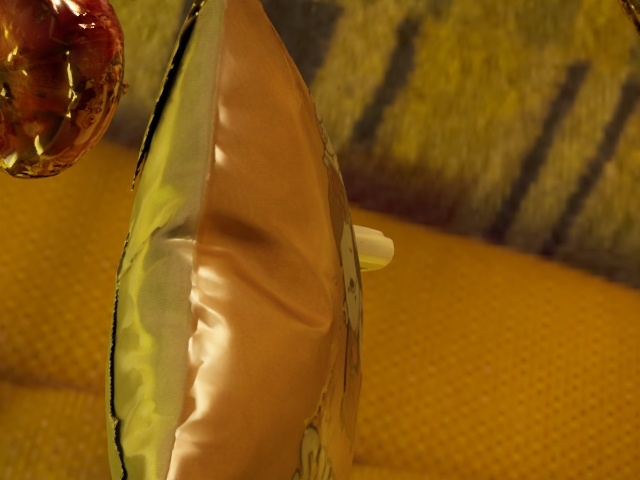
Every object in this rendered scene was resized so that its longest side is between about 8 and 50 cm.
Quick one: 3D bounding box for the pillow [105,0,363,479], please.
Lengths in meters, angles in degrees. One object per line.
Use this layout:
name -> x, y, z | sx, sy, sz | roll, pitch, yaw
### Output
pillow -> -0.040, 0.064, 1.014 | 0.119, 0.312, 0.310 | 3, 152, 5

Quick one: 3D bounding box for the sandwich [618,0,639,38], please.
sandwich -> 0.431, -0.377, 2.080 | 0.325, 0.131, 0.262 | -33, 100, 16

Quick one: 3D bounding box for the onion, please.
onion -> -0.179, -0.119, 1.330 | 0.150, 0.140, 0.150 | 5, 98, 37

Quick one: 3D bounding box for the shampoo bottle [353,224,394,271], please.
shampoo bottle -> 0.000, 0.000, 1.443 | 0.049, 0.034, 0.141 | 1, 172, 32
